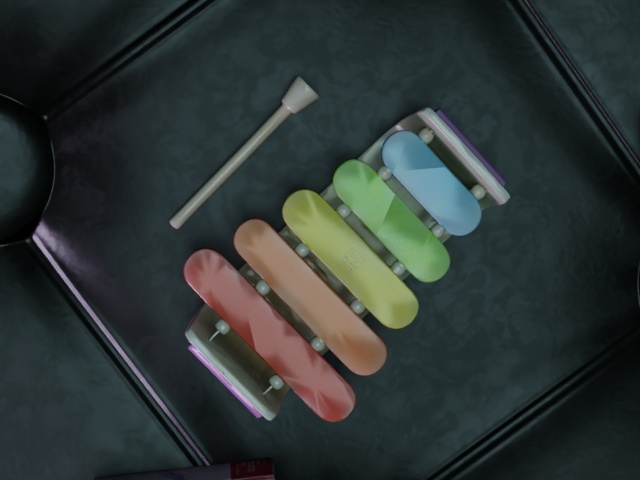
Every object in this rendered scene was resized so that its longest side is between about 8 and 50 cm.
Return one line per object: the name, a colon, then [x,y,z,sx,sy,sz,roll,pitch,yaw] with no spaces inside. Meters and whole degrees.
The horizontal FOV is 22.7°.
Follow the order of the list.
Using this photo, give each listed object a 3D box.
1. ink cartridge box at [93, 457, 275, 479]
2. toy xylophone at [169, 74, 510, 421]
ink cartridge box: [-0.124,0.280,1.494,0.175,0.072,0.127,-5,98,-3]
toy xylophone: [0.000,0.000,1.462,0.236,0.081,0.323,38,93,-7]
